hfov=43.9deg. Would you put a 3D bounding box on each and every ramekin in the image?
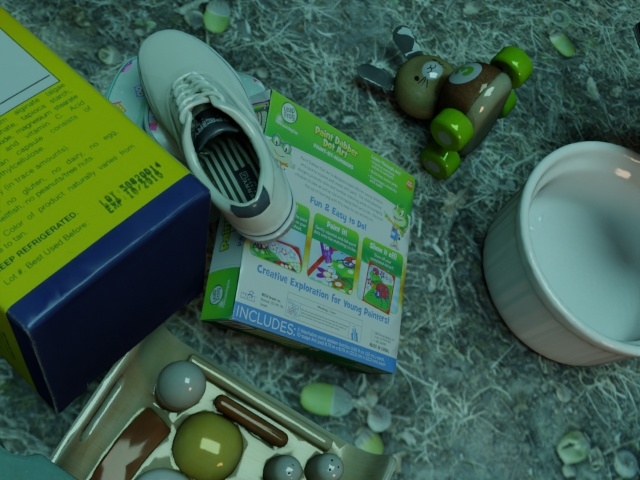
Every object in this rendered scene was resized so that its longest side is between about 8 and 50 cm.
[{"bbox_3d":[0.343,0.027,1.008,0.277,0.135,0.277,7,65,-17],"label":"ramekin"}]

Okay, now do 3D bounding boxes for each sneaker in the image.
[{"bbox_3d":[-0.102,-0.117,0.755,0.094,0.091,0.258,-34,70,-5],"label":"sneaker"}]

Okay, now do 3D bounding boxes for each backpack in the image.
[{"bbox_3d":[-0.156,-0.120,0.892,0.188,0.144,0.166,14,70,-10],"label":"backpack"}]

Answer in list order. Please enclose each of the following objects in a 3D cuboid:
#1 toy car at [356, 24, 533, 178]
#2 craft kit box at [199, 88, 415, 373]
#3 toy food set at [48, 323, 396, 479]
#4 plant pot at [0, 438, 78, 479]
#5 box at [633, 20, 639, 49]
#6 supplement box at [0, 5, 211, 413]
[{"bbox_3d":[0.149,-0.206,1.044,0.188,0.149,0.155,40,71,13],"label":"toy car"},{"bbox_3d":[0.000,0.000,0.869,0.250,0.061,0.247,26,67,-41],"label":"craft kit box"},{"bbox_3d":[-0.096,0.236,0.789,0.306,0.092,0.220,32,61,-4],"label":"toy food set"},{"bbox_3d":[-0.306,0.325,0.565,0.341,0.341,0.334,35,53,-3],"label":"plant pot"},{"bbox_3d":[0.586,-0.118,1.009,0.395,0.212,0.293,21,55,-51],"label":"box"},{"bbox_3d":[-0.296,-0.051,0.745,0.356,0.195,0.194,41,61,14],"label":"supplement box"}]
